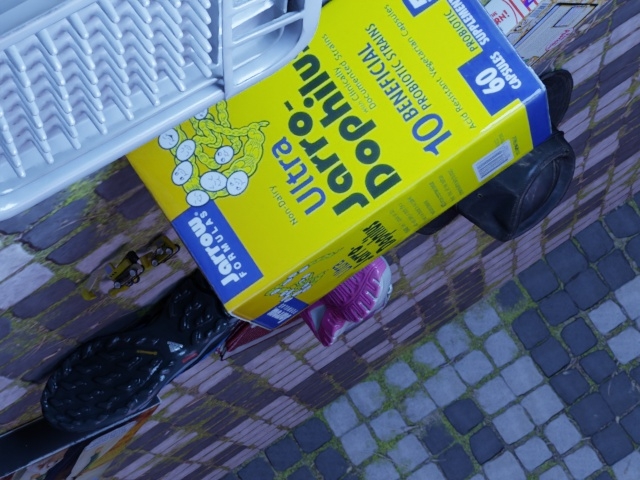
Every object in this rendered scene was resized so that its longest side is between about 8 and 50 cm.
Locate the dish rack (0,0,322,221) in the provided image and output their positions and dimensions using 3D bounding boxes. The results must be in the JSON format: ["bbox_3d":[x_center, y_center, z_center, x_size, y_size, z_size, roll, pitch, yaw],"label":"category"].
[{"bbox_3d":[-0.151,-0.151,1.064,0.332,0.072,0.285,-31,167,-13],"label":"dish rack"}]

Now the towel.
[{"bbox_3d":[-0.012,0.061,2.191,0.237,0.037,0.329,-22,162,-43],"label":"towel"}]

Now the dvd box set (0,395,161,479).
[{"bbox_3d":[-0.445,0.369,2.169,0.307,0.062,0.420,-22,161,-41],"label":"dvd box set"}]

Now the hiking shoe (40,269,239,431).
[{"bbox_3d":[-0.220,0.158,1.868,0.304,0.113,0.132,-33,166,-7],"label":"hiking shoe"}]

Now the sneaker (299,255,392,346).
[{"bbox_3d":[0.052,0.064,2.081,0.111,0.103,0.252,-33,175,-26],"label":"sneaker"}]

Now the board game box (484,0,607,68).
[{"bbox_3d":[0.241,-0.253,1.687,0.147,0.045,0.193,-43,164,29],"label":"board game box"}]

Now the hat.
[{"bbox_3d":[0.282,-0.090,2.095,0.331,0.134,0.331,-36,161,-14],"label":"hat"}]

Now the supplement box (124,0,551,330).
[{"bbox_3d":[0.024,-0.096,1.397,0.356,0.194,0.195,-36,167,4],"label":"supplement box"}]

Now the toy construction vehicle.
[{"bbox_3d":[-0.218,0.031,1.624,0.098,0.035,0.086,-37,177,23],"label":"toy construction vehicle"}]
